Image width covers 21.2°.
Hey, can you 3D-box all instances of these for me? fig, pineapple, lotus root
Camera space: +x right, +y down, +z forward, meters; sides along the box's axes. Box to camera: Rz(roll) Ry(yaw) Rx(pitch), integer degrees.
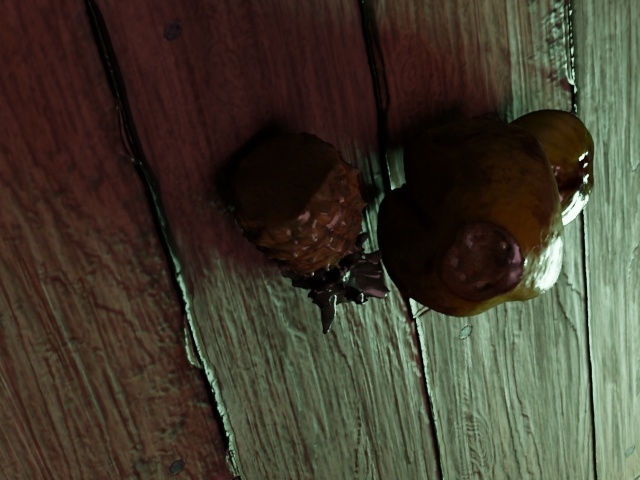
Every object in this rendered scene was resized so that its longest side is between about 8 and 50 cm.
[{"bbox_3d":[0.234,-0.070,1.849,0.153,0.121,0.136,-40,138,-14],"label":"fig"},{"bbox_3d":[0.000,-0.001,1.663,0.128,0.128,0.248,-44,148,-10],"label":"pineapple"},{"bbox_3d":[0.146,-0.007,1.718,0.199,0.180,0.188,-13,108,11],"label":"lotus root"}]
